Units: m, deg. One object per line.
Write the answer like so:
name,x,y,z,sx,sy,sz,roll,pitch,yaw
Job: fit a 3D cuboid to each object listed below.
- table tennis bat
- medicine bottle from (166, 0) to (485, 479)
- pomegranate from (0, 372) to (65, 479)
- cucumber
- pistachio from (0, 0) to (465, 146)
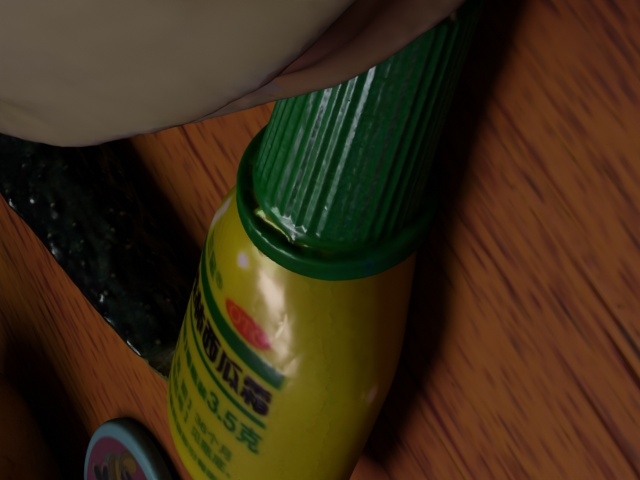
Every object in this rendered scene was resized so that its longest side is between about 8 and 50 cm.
table tennis bat,-0.093,0.223,1.060,0.153,0.040,0.244,-21,82,64
medicine bottle,0.000,0.000,0.685,0.111,0.076,0.309,58,150,28
pomegranate,-0.277,0.190,1.177,0.264,0.264,0.264,42,141,48
cucumber,-0.109,-0.010,0.928,0.211,0.062,0.078,46,177,35
pistachio,-0.076,-0.211,0.514,0.445,0.281,0.365,10,105,48
